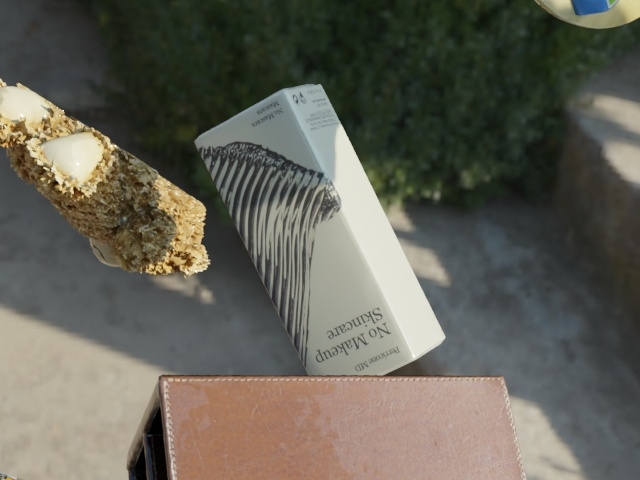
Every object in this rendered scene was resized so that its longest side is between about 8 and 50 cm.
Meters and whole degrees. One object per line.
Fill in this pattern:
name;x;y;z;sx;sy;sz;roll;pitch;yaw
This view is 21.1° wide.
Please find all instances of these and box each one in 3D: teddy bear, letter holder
teddy bear;-0.234;-0.050;1.737;0.245;0.113;0.338;34;-2;10
letter holder;0.009;0.238;1.411;0.301;0.152;0.214;2;57;-18

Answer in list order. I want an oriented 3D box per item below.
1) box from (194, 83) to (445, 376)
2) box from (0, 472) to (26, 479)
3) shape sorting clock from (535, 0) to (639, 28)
box;0.000;0.000;1.596;0.275;0.113;0.094;63;23;3
box;-0.177;0.200;1.061;0.159;0.044;0.233;21;3;-23
shape sorting clock;0.174;-0.231;1.027;0.206;0.206;0.040;-22;25;-40
